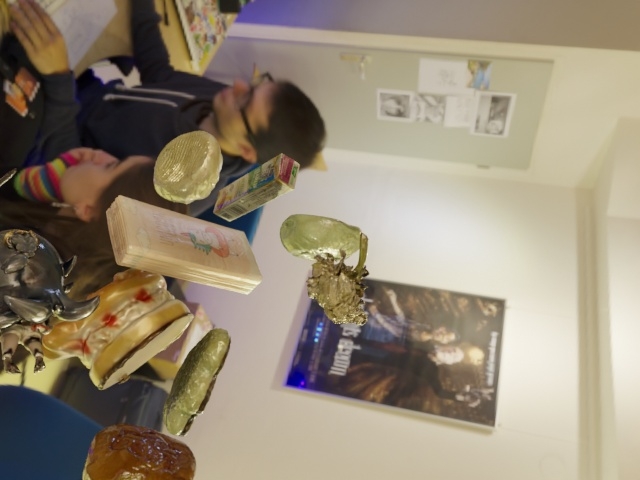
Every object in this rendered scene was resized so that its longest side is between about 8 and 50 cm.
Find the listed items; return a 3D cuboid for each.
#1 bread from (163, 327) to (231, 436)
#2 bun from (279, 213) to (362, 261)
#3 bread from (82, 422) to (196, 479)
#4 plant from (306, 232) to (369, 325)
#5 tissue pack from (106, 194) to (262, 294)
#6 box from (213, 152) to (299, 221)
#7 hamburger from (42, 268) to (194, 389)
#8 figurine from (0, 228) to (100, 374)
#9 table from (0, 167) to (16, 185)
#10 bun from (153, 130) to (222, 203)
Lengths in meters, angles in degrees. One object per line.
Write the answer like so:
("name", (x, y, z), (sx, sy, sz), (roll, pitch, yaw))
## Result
("bread", (-0.271, 0.305, 1.255), (0.286, 0.056, 0.208), (-48, -159, 47))
("bun", (-0.002, -0.001, 1.554), (0.221, 0.221, 0.109), (36, 61, -76))
("bread", (-0.439, 0.559, 1.445), (0.148, 0.269, 0.270), (-68, 172, 17))
("plant", (0.044, 0.054, 0.865), (0.122, 0.116, 0.104), (-50, 155, 12))
("tissue pack", (-0.291, 0.013, 1.309), (0.071, 0.325, 0.170), (-48, -135, 25))
("box", (-0.113, -0.086, 1.026), (0.041, 0.207, 0.050), (29, 59, -30))
("hamburger", (-0.452, 0.198, 1.338), (0.302, 0.186, 0.261), (-41, 175, -33))
("figurine", (-0.500, 0.088, 1.000), (0.175, 0.264, 0.197), (40, 76, -50))
("table", (-1.055, -0.225, 1.763), (0.249, 0.317, 0.317), (-47, 180, 21))
("bun", (-0.371, -0.202, 1.734), (0.133, 0.230, 0.231), (40, 57, -53))
